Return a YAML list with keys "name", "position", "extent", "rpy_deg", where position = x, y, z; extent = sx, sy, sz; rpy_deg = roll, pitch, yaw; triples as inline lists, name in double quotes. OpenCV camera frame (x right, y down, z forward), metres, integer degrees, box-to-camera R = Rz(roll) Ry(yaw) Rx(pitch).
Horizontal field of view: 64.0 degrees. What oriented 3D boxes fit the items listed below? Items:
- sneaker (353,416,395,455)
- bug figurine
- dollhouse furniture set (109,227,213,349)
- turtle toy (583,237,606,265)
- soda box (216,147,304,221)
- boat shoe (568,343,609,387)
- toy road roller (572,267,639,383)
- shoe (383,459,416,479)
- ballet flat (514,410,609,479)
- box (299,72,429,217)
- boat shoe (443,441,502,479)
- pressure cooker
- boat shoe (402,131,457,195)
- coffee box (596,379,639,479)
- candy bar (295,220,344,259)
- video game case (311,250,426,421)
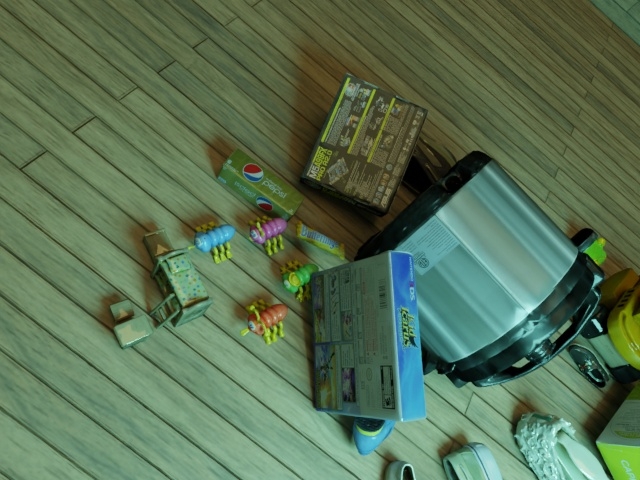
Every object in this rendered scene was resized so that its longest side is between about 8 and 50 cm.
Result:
- name: "sneaker"
  position: [0.124, 0.335, 1.013]
  extent: [0.069, 0.082, 0.209]
  rpy_deg: [17, 31, 27]
- name: "bug figurine"
  position: [-0.120, 0.052, 1.017]
  extent: [0.216, 0.072, 0.279]
  rpy_deg: [-30, 81, -35]
- name: "dollhouse furniture set"
  position: [-0.305, 0.069, 0.896]
  extent: [0.161, 0.101, 0.182]
  rpy_deg: [-22, 77, -33]
- name: "turtle toy"
  position: [0.775, 0.034, 1.479]
  extent: [0.130, 0.066, 0.095]
  rpy_deg: [25, 80, -17]
- name: "soda box"
  position: [-0.128, -0.114, 1.104]
  extent: [0.181, 0.058, 0.061]
  rpy_deg: [36, 55, -7]
- name: "boat shoe"
  position: [0.680, 0.317, 1.300]
  extent: [0.133, 0.049, 0.042]
  rpy_deg: [47, 46, -4]
- name: "toy road roller"
  position: [0.854, 0.201, 1.328]
  extent: [0.329, 0.240, 0.202]
  rpy_deg: [-32, 83, -35]
- name: "shoe"
  position: [0.149, 0.515, 0.928]
  extent: [0.076, 0.058, 0.219]
  rpy_deg: [12, 61, -21]
- name: "ballet flat"
  position: [0.567, 0.548, 1.078]
  extent: [0.147, 0.147, 0.409]
  rpy_deg: [-30, 82, -34]
- name: "box"
  position: [0.102, -0.219, 1.188]
  extent: [0.216, 0.060, 0.270]
  rpy_deg: [23, 82, -3]
- name: "boat shoe"
  position: [0.325, 0.552, 0.986]
  extent: [0.094, 0.109, 0.302]
  rpy_deg: [-11, 61, -14]
- name: "pressure cooker"
  position: [0.320, 0.081, 1.044]
  extent: [0.420, 0.370, 0.375]
  rpy_deg: [47, 58, 6]
- name: "boat shoe"
  position: [0.187, -0.230, 1.277]
  extent: [0.355, 0.132, 0.130]
  rpy_deg: [30, 56, -9]
- name: "coffee box"
  position: [0.888, 0.496, 1.107]
  extent: [0.334, 0.338, 0.338]
  rpy_deg: [-29, 92, -33]
- name: "candy bar"
  position: [0.000, 0.000, 1.107]
  extent: [0.161, 0.018, 0.040]
  rpy_deg: [28, 54, -44]
- name: "video game case"
  position: [0.075, 0.173, 0.919]
  extent: [0.061, 0.244, 0.270]
  rpy_deg: [6, 75, -33]
